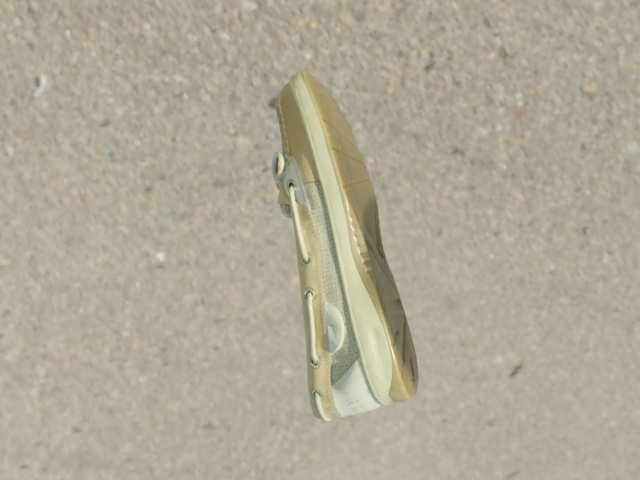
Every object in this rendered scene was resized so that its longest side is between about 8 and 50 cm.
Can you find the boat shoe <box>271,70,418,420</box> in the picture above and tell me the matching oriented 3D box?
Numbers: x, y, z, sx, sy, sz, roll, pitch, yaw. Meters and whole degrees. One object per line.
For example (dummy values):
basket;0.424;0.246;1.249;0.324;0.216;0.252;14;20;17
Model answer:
boat shoe;0.001;0.001;0.520;0.048;0.153;0.056;-18;172;16
